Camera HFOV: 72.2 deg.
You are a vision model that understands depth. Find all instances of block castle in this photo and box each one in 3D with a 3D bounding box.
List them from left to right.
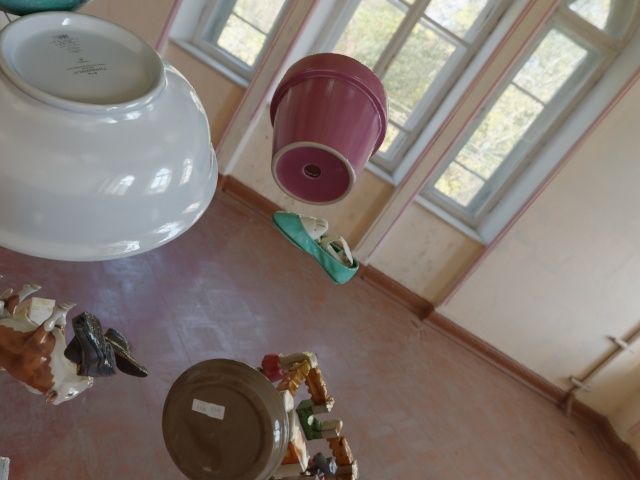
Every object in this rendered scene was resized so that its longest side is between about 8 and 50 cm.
[{"bbox_3d":[-0.081,0.568,1.220,0.452,0.213,0.303,70,20,-8],"label":"block castle"}]

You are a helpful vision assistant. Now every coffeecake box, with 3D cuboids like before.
[{"bbox_3d":[-0.853,0.275,1.279,0.068,0.143,0.185,25,52,-52],"label":"coffeecake box"}]

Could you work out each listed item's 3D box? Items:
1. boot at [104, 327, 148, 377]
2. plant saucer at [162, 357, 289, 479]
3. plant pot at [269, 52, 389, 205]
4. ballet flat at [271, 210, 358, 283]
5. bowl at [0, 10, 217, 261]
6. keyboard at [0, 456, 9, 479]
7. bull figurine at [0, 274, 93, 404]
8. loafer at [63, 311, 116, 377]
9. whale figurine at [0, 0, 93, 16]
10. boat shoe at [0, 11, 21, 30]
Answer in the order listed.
[{"bbox_3d":[-0.708,0.408,1.598,0.219,0.082,0.106,41,30,-22],"label":"boot"},{"bbox_3d":[-0.201,0.380,0.886,0.278,0.277,0.041,38,7,10],"label":"plant saucer"},{"bbox_3d":[0.004,-0.163,0.706,0.202,0.201,0.180,28,51,-18],"label":"plant pot"},{"bbox_3d":[0.000,0.000,0.994,0.247,0.087,0.083,44,21,-25],"label":"ballet flat"},{"bbox_3d":[-0.243,-0.136,0.460,0.298,0.134,0.297,14,50,-18],"label":"bowl"},{"bbox_3d":[-0.815,0.664,1.077,0.072,0.014,0.255,38,24,-50],"label":"keyboard"},{"bbox_3d":[-0.592,0.198,0.891,0.311,0.188,0.101,21,-7,9],"label":"bull figurine"},{"bbox_3d":[-0.366,0.172,0.685,0.062,0.170,0.062,-11,50,-21],"label":"loafer"},{"bbox_3d":[-0.257,-0.339,0.395,0.216,0.272,0.141,41,13,-25],"label":"whale figurine"},{"bbox_3d":[-0.494,-0.292,0.779,0.095,0.257,0.084,17,47,23],"label":"boat shoe"}]
